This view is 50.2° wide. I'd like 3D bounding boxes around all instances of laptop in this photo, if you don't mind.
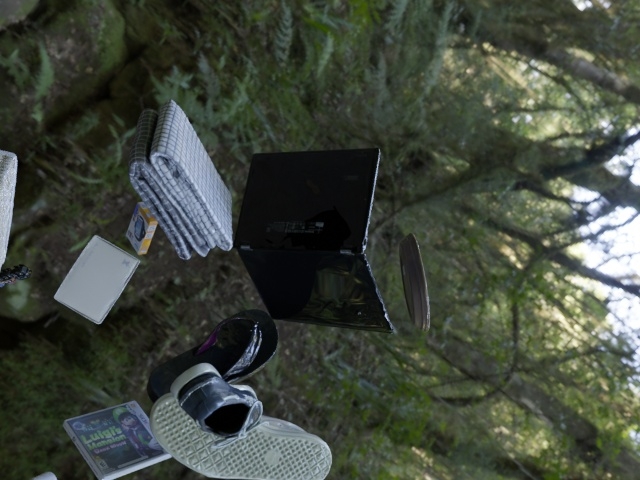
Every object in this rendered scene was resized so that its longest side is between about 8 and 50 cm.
[{"bbox_3d":[0.000,0.000,1.753,0.381,0.236,0.408,2,-104,32],"label":"laptop"}]

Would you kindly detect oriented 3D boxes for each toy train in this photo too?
[{"bbox_3d":[-0.664,0.077,1.454,0.158,0.036,0.027,-13,-125,36],"label":"toy train"}]

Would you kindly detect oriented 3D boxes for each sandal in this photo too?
[{"bbox_3d":[-0.241,0.285,1.736,0.445,0.167,0.107,-34,157,-52],"label":"sandal"}]

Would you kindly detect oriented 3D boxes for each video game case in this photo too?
[{"bbox_3d":[-0.451,0.445,1.534,0.190,0.173,0.022,-5,129,-52],"label":"video game case"}]

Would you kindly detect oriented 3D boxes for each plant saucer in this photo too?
[{"bbox_3d":[0.258,0.118,1.901,0.041,0.278,0.278,-9,-171,2],"label":"plant saucer"}]

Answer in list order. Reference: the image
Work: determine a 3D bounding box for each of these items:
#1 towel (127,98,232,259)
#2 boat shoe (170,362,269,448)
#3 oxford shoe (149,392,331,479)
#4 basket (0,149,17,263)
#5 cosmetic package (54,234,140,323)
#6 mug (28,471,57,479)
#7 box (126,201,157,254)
[{"bbox_3d":[-0.297,-0.123,1.454,0.121,0.284,0.235,-22,-145,8],"label":"towel"},{"bbox_3d":[-0.136,0.253,1.006,0.095,0.079,0.255,-34,151,-10],"label":"boat shoe"},{"bbox_3d":[-0.185,0.455,1.561,0.130,0.449,0.169,9,-104,65],"label":"oxford shoe"},{"bbox_3d":[-0.957,-0.058,1.705,0.266,0.328,0.332,-126,-132,-60],"label":"basket"},{"bbox_3d":[-0.498,0.083,1.545,0.160,0.113,0.309,-59,-168,-11],"label":"cosmetic package"},{"bbox_3d":[-0.709,0.620,1.709,0.078,0.062,0.064,-35,161,19],"label":"mug"},{"bbox_3d":[-0.481,-0.027,1.829,0.028,0.081,0.136,-6,137,-44],"label":"box"}]
